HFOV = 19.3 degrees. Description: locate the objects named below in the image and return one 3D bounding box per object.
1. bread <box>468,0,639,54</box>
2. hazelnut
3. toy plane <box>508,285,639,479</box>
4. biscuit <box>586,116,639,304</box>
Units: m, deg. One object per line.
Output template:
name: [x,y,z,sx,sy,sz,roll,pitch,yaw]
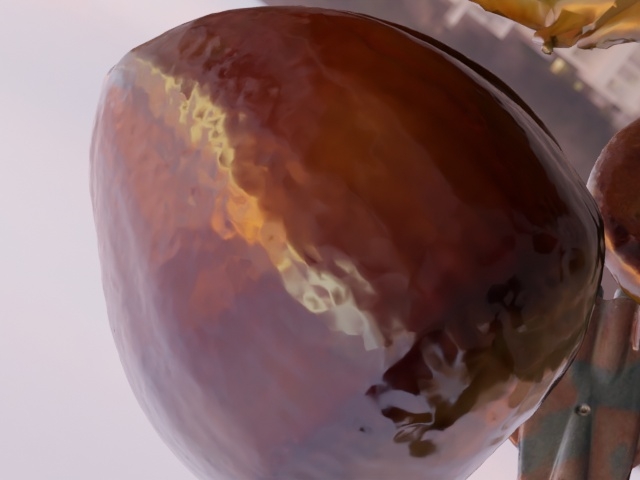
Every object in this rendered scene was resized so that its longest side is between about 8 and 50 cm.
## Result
bread: [0.215,-0.212,0.682,0.394,0.361,0.250,-9,-93,-39]
hazelnut: [0.000,0.000,0.716,0.208,0.208,0.208,35,-167,-10]
toy plane: [0.160,0.140,1.181,0.223,0.326,0.104,9,150,12]
biscuit: [0.269,-0.020,1.167,0.212,0.212,0.036,47,157,34]
